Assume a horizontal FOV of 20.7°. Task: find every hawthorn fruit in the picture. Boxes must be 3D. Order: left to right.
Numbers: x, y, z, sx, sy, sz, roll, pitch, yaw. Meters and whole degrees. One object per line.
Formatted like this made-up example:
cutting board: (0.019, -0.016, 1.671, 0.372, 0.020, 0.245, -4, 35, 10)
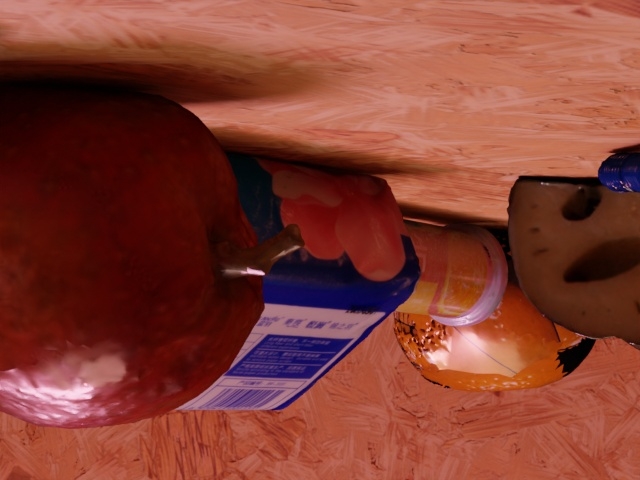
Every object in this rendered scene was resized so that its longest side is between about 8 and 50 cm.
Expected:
hawthorn fruit: (-0.122, 0.008, 0.982, 0.253, 0.205, 0.205, 0, 175, 37)

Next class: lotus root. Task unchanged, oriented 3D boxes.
lotus root: (0.293, 0.033, 1.442, 0.267, 0.149, 0.260, 5, 176, 11)

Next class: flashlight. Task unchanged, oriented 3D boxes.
flashlight: (0.215, -0.046, 1.132, 0.035, 0.057, 0.121, -35, -171, -9)

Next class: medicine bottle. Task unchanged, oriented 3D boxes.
medicine bottle: (0.021, 0.017, 1.630, 0.108, 0.108, 0.426, 0, 175, 37)

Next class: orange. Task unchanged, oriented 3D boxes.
orange: (0.193, 0.074, 1.905, 0.234, 0.182, 0.234, 6, 163, 2)

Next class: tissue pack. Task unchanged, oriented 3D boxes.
tissue pack: (-0.087, 0.030, 1.326, 0.270, 0.137, 0.209, 5, 138, -45)
